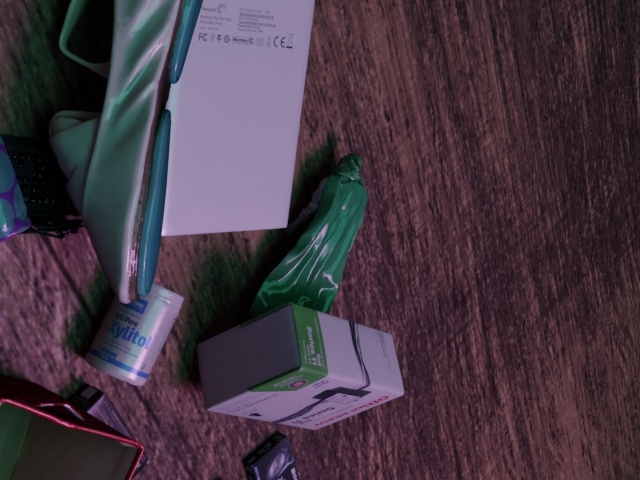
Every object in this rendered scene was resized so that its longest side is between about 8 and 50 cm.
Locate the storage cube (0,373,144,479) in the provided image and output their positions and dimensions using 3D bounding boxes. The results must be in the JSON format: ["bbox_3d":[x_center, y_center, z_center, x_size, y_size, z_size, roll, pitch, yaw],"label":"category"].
[{"bbox_3d":[-0.318,0.221,1.020,0.184,0.193,0.215,33,80,-48],"label":"storage cube"}]

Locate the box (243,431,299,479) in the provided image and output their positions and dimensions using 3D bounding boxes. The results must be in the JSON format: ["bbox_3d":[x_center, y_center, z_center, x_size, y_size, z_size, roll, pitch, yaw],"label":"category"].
[{"bbox_3d":[-0.063,0.302,1.455,0.067,0.018,0.083,-35,127,-34],"label":"box"}]

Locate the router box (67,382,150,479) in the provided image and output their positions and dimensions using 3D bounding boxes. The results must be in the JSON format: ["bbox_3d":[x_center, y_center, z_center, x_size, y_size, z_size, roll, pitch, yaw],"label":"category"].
[{"bbox_3d":[-0.251,0.230,1.212,0.092,0.038,0.122,-45,132,-28],"label":"router box"}]

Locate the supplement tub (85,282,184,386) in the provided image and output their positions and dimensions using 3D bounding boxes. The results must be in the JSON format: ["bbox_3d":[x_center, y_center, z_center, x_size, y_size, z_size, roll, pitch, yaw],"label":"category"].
[{"bbox_3d":[-0.199,0.096,1.196,0.071,0.071,0.107,32,80,-48],"label":"supplement tub"}]

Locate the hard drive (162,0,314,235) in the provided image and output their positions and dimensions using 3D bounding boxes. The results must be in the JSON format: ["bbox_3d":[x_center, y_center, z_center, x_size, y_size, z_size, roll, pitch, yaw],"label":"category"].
[{"bbox_3d":[-0.099,-0.162,1.234,0.203,0.040,0.307,-5,107,-46],"label":"hard drive"}]

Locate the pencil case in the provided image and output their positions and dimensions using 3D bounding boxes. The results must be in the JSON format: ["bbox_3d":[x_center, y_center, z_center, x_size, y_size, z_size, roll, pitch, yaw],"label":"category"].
[{"bbox_3d":[-0.316,-0.068,1.003,0.064,0.070,0.151,-59,136,-62],"label":"pencil case"}]

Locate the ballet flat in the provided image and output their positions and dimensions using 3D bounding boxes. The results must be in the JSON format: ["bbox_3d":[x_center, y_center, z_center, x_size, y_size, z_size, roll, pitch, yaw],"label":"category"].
[{"bbox_3d":[-0.194,-0.144,1.082,0.139,0.139,0.400,9,92,-48],"label":"ballet flat"}]

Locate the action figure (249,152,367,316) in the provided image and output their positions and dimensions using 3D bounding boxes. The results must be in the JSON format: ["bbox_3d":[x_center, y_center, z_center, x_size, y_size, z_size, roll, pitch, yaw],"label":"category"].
[{"bbox_3d":[0.000,0.000,1.382,0.137,0.063,0.232,26,88,-47],"label":"action figure"}]

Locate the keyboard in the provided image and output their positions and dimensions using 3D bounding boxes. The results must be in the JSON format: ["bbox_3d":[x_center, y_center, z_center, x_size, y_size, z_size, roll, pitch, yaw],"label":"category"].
[{"bbox_3d":[-0.257,-0.046,1.108,0.192,0.038,0.100,3,101,-47],"label":"keyboard"}]

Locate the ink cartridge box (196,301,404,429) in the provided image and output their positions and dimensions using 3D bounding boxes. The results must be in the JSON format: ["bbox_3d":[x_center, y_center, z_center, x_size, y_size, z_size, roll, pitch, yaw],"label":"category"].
[{"bbox_3d":[-0.020,0.156,1.339,0.208,0.153,0.086,20,50,-48],"label":"ink cartridge box"}]
